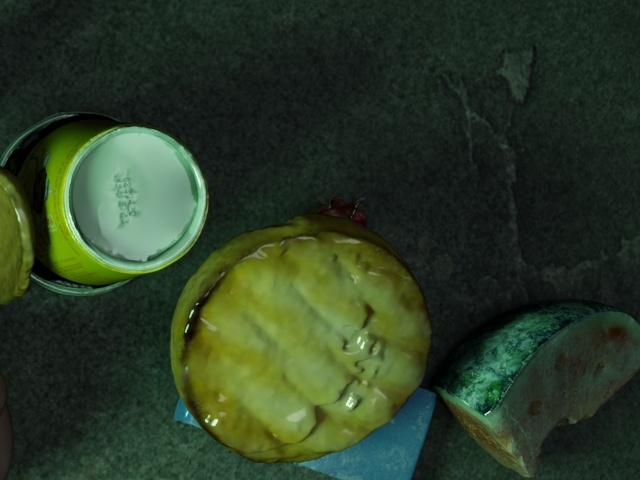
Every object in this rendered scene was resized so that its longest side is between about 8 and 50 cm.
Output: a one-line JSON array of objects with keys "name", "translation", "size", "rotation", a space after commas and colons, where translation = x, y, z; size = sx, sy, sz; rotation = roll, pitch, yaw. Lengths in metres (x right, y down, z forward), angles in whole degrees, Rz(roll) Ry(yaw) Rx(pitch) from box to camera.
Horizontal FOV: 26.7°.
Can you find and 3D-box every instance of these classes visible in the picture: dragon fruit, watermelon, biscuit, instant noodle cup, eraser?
[{"name": "dragon fruit", "translation": [0.000, 0.000, 1.598], "size": [0.102, 0.096, 0.147], "rotation": [-35, 145, -17]}, {"name": "watermelon", "translation": [0.275, 0.178, 1.718], "size": [0.318, 0.148, 0.226], "rotation": [-12, 112, -37]}, {"name": "biscuit", "translation": [-0.024, 0.108, 1.501], "size": [0.297, 0.102, 0.296], "rotation": [-6, 114, -14]}, {"name": "instant noodle cup", "translation": [-0.223, -0.040, 1.422], "size": [0.216, 0.236, 0.215], "rotation": [-1, 91, -24]}, {"name": "eraser", "translation": [-0.012, 0.199, 1.614], "size": [0.312, 0.043, 0.144], "rotation": [24, 80, -22]}]

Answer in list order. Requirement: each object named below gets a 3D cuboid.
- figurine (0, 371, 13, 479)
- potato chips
[{"name": "figurine", "translation": [-0.423, 0.195, 1.354], "size": [0.270, 0.261, 0.211], "rotation": [-29, 128, -23]}, {"name": "potato chips", "translation": [-0.340, -0.013, 1.394], "size": [0.049, 0.201, 0.150], "rotation": [-29, 72, -40]}]
